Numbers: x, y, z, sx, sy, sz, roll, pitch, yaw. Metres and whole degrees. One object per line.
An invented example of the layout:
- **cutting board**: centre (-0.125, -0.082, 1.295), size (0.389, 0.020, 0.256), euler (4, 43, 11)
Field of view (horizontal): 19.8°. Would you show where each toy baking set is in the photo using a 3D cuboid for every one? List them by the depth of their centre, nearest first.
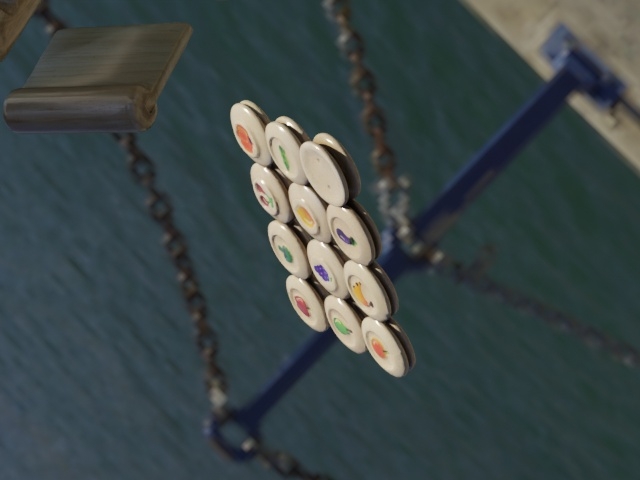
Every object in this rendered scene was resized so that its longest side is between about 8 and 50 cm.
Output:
- **toy baking set**: centre (-0.116, -0.094, 0.736), size (0.256, 0.197, 0.030), euler (24, 145, 45)

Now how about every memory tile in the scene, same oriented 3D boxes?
- **memory tile**: centre (0.000, 0.000, 0.957), size (0.113, 0.012, 0.148), euler (28, 143, 51)
